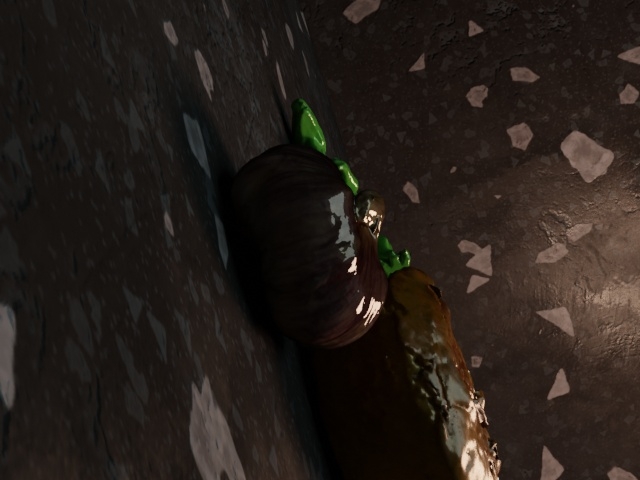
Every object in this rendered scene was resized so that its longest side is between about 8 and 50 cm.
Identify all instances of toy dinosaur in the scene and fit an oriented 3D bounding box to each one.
[{"bbox_3d":[0.052,0.032,1.861,0.374,0.144,0.500,-118,-171,-53],"label":"toy dinosaur"}]

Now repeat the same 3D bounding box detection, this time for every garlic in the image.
[{"bbox_3d":[0.000,0.000,1.151,0.245,0.160,0.245,157,-90,-89],"label":"garlic"}]

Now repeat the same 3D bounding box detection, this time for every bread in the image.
[{"bbox_3d":[0.111,0.212,1.388,0.358,0.204,0.337,38,39,-73],"label":"bread"}]
